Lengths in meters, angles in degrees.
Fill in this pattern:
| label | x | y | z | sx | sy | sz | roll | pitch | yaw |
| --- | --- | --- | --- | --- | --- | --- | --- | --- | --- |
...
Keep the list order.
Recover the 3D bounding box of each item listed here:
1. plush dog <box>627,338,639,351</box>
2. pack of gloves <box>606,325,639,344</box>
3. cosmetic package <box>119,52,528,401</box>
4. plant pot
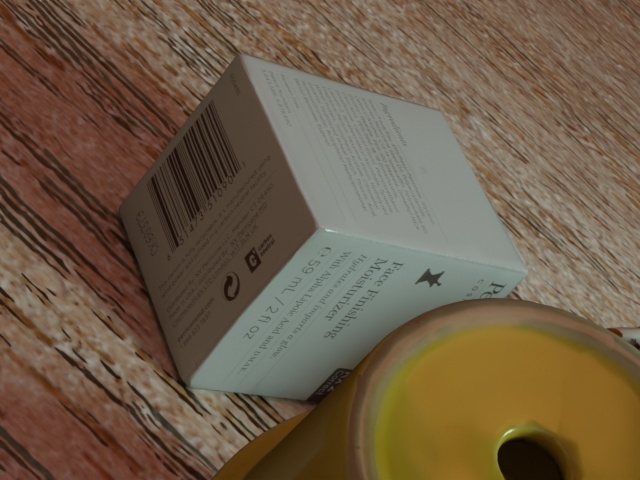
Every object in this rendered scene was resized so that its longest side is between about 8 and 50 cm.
| label | x | y | z | sx | sy | sz | roll | pitch | yaw |
| --- | --- | --- | --- | --- | --- | --- | --- | --- | --- |
| plush dog | 0.224 | 0.203 | 1.021 | 0.225 | 0.262 | 0.211 | 25 | 66 | -9 |
| pack of gloves | 0.189 | 0.072 | 1.138 | 0.232 | 0.195 | 0.046 | 3 | 71 | -46 |
| cosmetic package | 0.000 | 0.000 | 1.054 | 0.183 | 0.151 | 0.151 | 11 | 42 | -40 |
| plant pot | 0.061 | 0.157 | 0.750 | 0.254 | 0.239 | 0.254 | 9 | 51 | -11 |
